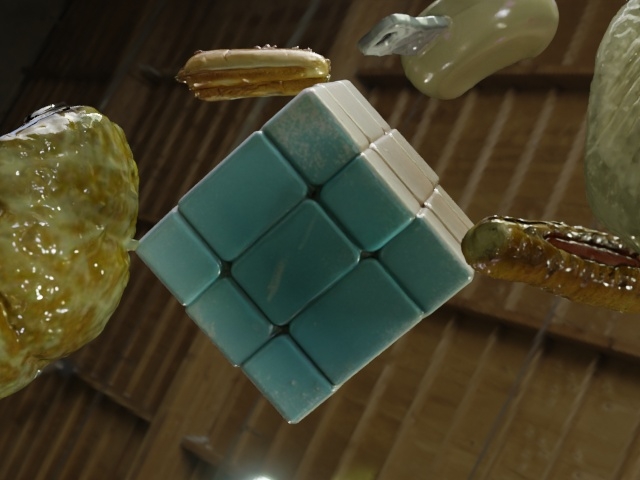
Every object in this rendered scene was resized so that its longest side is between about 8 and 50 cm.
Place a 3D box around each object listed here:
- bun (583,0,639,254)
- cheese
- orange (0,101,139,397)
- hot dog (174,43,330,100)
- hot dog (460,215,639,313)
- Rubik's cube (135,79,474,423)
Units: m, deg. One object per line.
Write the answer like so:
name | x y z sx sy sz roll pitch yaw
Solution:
bun | 0.428 -0.112 1.080 0.349 0.227 0.352 -51 -139 2
cheese | 0.141 -0.208 1.065 0.163 0.249 0.071 -32 -104 18
orange | -0.314 0.036 1.018 0.368 0.210 0.271 -36 -175 -17
hot dog | -0.108 -0.267 1.712 0.249 0.102 0.076 -3 -108 8
hot dog | 0.273 0.030 1.165 0.083 0.289 0.068 -52 -140 35
Rubik's cube | 0.000 0.000 1.495 0.322 0.316 0.319 -40 -179 14
